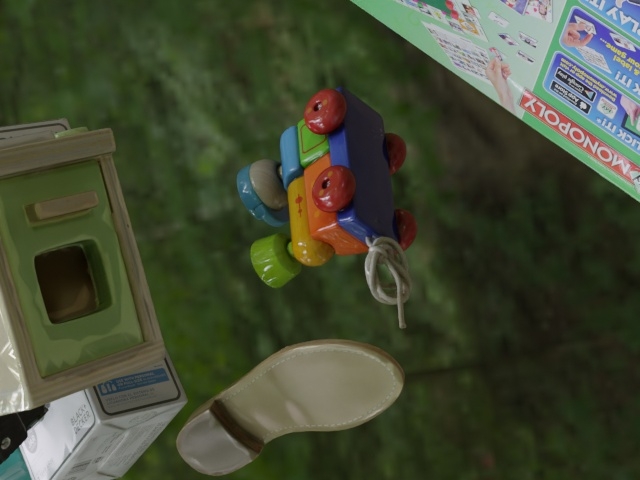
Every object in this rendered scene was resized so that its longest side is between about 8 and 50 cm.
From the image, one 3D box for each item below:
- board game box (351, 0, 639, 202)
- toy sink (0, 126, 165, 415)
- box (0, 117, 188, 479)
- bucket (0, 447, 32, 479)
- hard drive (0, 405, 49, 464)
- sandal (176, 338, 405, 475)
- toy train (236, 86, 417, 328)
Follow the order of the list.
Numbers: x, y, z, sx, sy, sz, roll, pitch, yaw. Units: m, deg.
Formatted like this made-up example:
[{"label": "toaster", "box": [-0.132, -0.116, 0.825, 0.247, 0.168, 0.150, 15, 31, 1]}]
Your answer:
[{"label": "board game box", "box": [0.159, -0.180, 1.423, 0.046, 0.317, 0.213, -44, -18, -32]}, {"label": "toy sink", "box": [-0.220, -0.005, 1.342, 0.153, 0.131, 0.234, -17, -88, -57]}, {"label": "box", "box": [-0.235, 0.057, 1.714, 0.290, 0.087, 0.169, 64, 143, 20]}, {"label": "bucket", "box": [-0.383, 0.290, 2.064, 0.281, 0.183, 0.281, 57, 168, 19]}, {"label": "hard drive", "box": [-0.396, 0.175, 1.516, 0.339, 0.237, 0.064, -45, -41, -26]}, {"label": "sandal", "box": [-0.021, 0.117, 1.625, 0.088, 0.240, 0.079, 49, -143, -16]}, {"label": "toy train", "box": [0.000, 0.000, 1.682, 0.105, 0.143, 0.248, 33, -142, -40]}]
